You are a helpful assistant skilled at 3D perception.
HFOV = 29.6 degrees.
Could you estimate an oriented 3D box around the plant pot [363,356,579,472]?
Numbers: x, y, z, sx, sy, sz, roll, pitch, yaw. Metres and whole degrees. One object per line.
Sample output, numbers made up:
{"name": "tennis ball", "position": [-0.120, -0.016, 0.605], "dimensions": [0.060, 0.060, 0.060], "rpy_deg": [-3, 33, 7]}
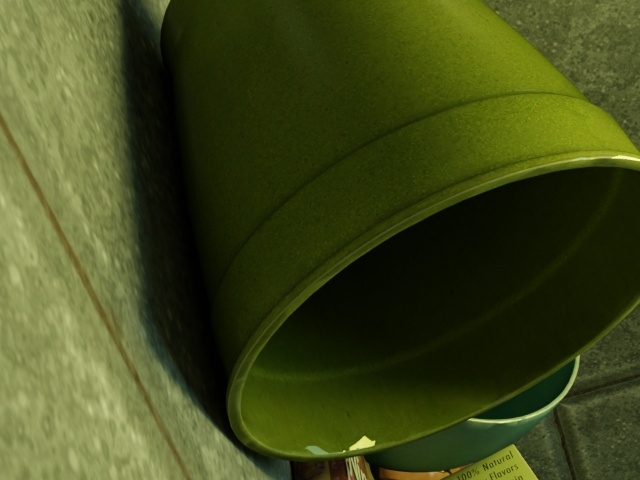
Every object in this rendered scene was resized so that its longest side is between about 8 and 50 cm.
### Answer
{"name": "plant pot", "position": [0.099, 0.133, 1.289], "dimensions": [0.290, 0.290, 0.195], "rpy_deg": [-100, -154, -44]}

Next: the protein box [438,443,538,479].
{"name": "protein box", "position": [0.164, 0.352, 1.216], "dimensions": [0.201, 0.200, 0.136], "rpy_deg": [-122, -171, -55]}

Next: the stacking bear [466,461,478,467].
{"name": "stacking bear", "position": [0.139, 0.218, 1.742], "dimensions": [0.175, 0.164, 0.289], "rpy_deg": [-62, 130, -81]}

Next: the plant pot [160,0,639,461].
{"name": "plant pot", "position": [0.039, -0.071, 0.973], "dimensions": [0.353, 0.366, 0.366], "rpy_deg": [64, 1, 30]}

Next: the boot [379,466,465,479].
{"name": "boot", "position": [0.098, 0.235, 1.570], "dimensions": [0.283, 0.109, 0.220], "rpy_deg": [29, 71, -40]}

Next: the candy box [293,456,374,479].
{"name": "candy box", "position": [0.024, 0.248, 1.133], "dimensions": [0.109, 0.053, 0.186], "rpy_deg": [-99, 170, -50]}
